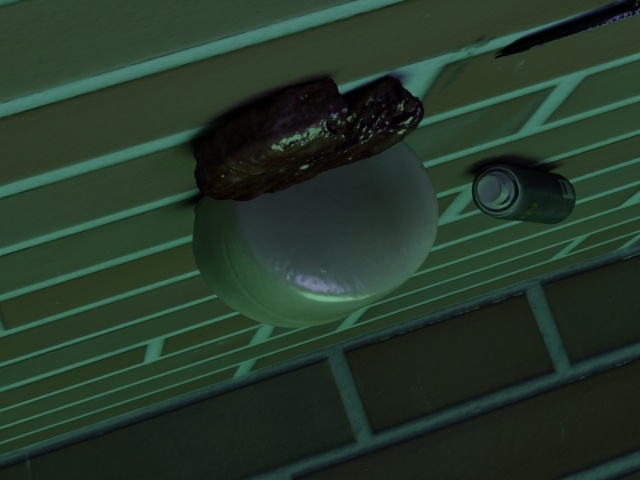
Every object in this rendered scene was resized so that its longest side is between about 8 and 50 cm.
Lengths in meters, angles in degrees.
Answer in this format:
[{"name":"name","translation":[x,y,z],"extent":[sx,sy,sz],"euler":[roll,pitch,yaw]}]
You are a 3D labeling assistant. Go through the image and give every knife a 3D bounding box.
[{"name":"knife","translation":[0.273,-0.206,1.516],"extent":[0.230,0.028,0.060],"euler":[-19,-177,4]}]

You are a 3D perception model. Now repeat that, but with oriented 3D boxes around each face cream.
[{"name":"face cream","translation":[0.265,-0.061,2.138],"extent":[0.073,0.073,0.283],"euler":[-23,169,22]}]

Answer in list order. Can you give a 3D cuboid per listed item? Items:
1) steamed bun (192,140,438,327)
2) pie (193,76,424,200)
[{"name":"steamed bun","translation":[0.000,0.000,1.689],"extent":[0.241,0.164,0.146],"euler":[-16,171,-28]},{"name":"pie","translation":[-0.016,-0.093,1.481],"extent":[0.204,0.054,0.218],"euler":[-25,171,27]}]
